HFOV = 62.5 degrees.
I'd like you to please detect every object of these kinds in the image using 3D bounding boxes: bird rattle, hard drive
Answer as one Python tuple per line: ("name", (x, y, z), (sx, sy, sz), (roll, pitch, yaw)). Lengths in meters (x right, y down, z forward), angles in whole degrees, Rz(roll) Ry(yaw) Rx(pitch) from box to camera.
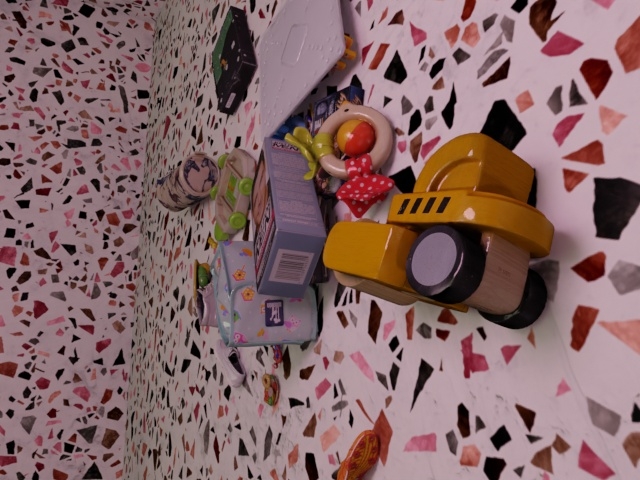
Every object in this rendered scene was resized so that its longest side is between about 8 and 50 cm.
("bird rattle", (0.059, -0.184, 1.078), (0.253, 0.143, 0.207), (33, 87, 34))
("hard drive", (-0.323, -0.659, 1.929), (0.237, 0.064, 0.339), (-52, 42, 41))

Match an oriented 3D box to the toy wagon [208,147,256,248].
("toy wagon", (-0.304, -0.132, 1.775), (0.267, 0.068, 0.345), (47, 124, 54))

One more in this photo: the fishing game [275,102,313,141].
("fishing game", (-0.085, -0.251, 1.455), (0.264, 0.041, 0.189), (-43, 48, 37))

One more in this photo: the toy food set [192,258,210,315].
("toy food set", (-0.421, 0.172, 1.918), (0.128, 0.071, 0.218), (105, 162, -64))

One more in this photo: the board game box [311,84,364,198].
("board game box", (0.030, -0.223, 1.243), (0.165, 0.042, 0.244), (-1, 82, 60))

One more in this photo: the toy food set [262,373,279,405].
("toy food set", (-0.134, 0.398, 1.406), (0.082, 0.020, 0.084), (-10, 75, 59))

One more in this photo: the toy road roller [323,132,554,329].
("toy road roller", (0.183, -0.019, 0.794), (0.329, 0.202, 0.241), (4, 74, 55))

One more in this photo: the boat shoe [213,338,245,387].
("boat shoe", (-0.277, 0.364, 1.621), (0.063, 0.066, 0.184), (-56, 37, 21))

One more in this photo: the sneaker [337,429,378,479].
("sneaker", (0.062, 0.437, 1.023), (0.067, 0.064, 0.175), (-129, 55, -64))

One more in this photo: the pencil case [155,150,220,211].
("pencil case", (-0.533, -0.232, 2.098), (0.410, 0.159, 0.184), (-11, 88, 59))

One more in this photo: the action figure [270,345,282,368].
("action figure", (-0.115, 0.281, 1.396), (0.038, 0.030, 0.115), (-11, 76, 53))

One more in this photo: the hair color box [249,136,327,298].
("hair color box", (-0.088, -0.064, 1.237), (0.375, 0.113, 0.186), (-102, 26, -50))

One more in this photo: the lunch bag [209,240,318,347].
("lunch bag", (-0.137, 0.134, 1.269), (0.160, 0.223, 0.263), (117, 145, -43))

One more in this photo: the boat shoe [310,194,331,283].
("boat shoe", (0.000, 0.000, 1.232), (0.075, 0.064, 0.206), (-179, 97, -77))

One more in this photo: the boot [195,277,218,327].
("boot", (-0.341, 0.156, 1.713), (0.095, 0.123, 0.259), (-38, 51, 50))

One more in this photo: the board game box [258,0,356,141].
("board game box", (-0.052, -0.512, 1.405), (0.390, 0.050, 0.391), (-37, 49, 47))
